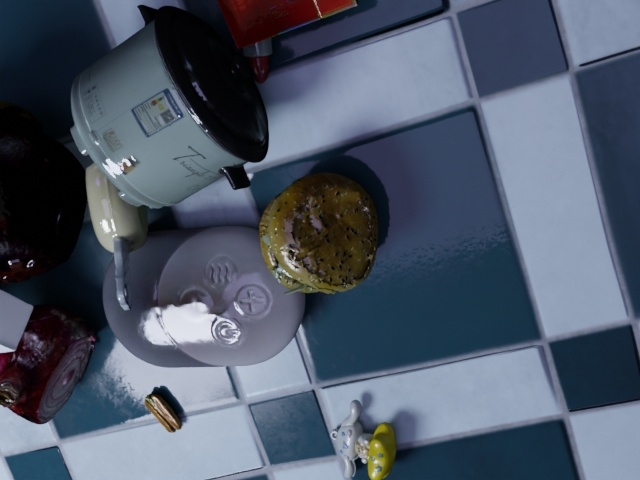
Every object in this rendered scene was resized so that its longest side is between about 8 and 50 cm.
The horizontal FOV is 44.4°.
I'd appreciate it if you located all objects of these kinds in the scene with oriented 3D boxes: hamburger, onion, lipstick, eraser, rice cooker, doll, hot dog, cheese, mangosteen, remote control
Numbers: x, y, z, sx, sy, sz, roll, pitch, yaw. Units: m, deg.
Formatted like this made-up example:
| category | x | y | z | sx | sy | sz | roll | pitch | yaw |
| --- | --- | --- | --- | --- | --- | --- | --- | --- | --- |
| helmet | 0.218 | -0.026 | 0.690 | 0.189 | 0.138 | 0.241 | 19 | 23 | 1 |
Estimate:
| category | x | y | z | sx | sy | sz | roll | pitch | yaw |
| --- | --- | --- | --- | --- | --- | --- | --- | --- | --- |
| hamburger | 0.000 | 0.000 | 1.127 | 0.177 | 0.113 | 0.185 | 37 | 72 | -21 |
| onion | -0.471 | 0.204 | 1.256 | 0.140 | 0.218 | 0.195 | 35 | 109 | 2 |
| lipstick | -0.095 | -0.317 | 1.115 | 0.057 | 0.063 | 0.186 | 17 | 119 | 41 |
| eraser | -0.580 | 0.138 | 1.262 | 0.298 | 0.078 | 0.076 | -11 | 144 | 41 |
| rice cooker | -0.193 | -0.183 | 1.075 | 0.227 | 0.241 | 0.280 | -29 | 86 | 19 |
| doll | 0.069 | 0.320 | 1.262 | 0.113 | 0.071 | 0.135 | -12 | 97 | 34 |
| hot dog | -0.269 | 0.294 | 1.343 | 0.037 | 0.021 | 0.083 | -31 | 98 | 29 |
| cheese | -0.293 | -0.016 | 1.160 | 0.071 | 0.163 | 0.249 | -9 | 82 | -5 |
| mangosteen | -0.472 | -0.075 | 1.174 | 0.233 | 0.287 | 0.287 | 8 | 107 | 0 |
| remote control | -0.185 | 0.090 | 1.223 | 0.332 | 0.103 | 0.221 | -4 | 95 | 15 |

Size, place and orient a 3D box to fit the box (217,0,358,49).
| category | x | y | z | sx | sy | sz | roll | pitch | yaw |
| --- | --- | --- | --- | --- | --- | --- | --- | --- | --- |
| box | -0.049 | -0.337 | 1.041 | 0.175 | 0.048 | 0.112 | -18 | 115 | 14 |
